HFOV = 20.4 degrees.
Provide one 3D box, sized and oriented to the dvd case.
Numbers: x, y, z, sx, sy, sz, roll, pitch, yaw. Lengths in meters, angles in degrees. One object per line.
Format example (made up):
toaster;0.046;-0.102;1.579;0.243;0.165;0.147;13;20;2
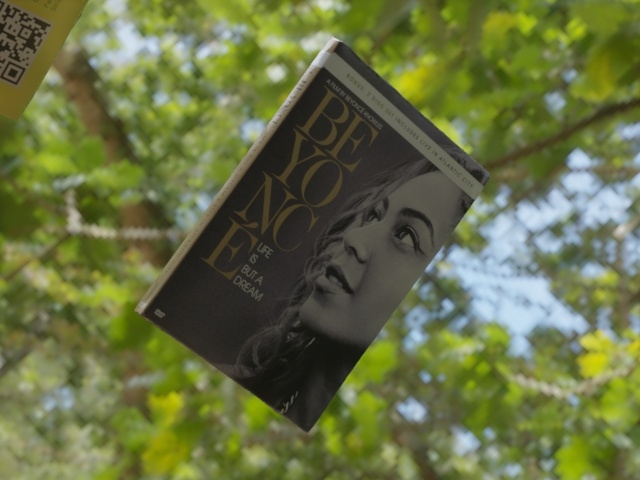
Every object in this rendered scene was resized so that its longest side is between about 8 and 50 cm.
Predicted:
dvd case;0.000;0.000;1.193;0.164;0.221;0.018;39;-6;-33

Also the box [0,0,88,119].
box;-0.116;-0.124;0.564;0.058;0.087;0.232;25;15;-28
